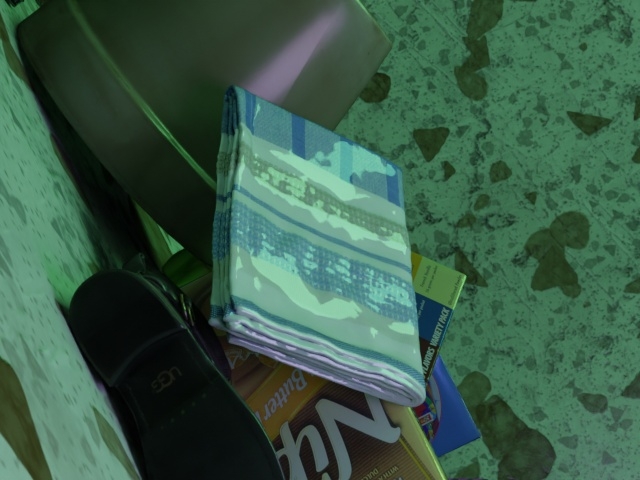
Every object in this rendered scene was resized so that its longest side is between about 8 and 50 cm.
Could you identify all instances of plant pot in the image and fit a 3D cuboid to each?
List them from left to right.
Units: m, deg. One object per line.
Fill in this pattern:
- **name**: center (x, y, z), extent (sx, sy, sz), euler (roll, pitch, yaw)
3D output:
- **plant pot**: center (-0.091, -0.178, 1.441), extent (0.323, 0.280, 0.323), euler (51, 6, -8)

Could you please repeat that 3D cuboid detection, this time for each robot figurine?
- **robot figurine**: center (-0.126, 0.050, 1.509), extent (0.101, 0.067, 0.115), euler (50, -5, 28)

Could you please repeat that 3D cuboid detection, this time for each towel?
- **towel**: center (0.000, 0.000, 1.242), extent (0.209, 0.034, 0.285), euler (24, 42, -25)

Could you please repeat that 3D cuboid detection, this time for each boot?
- **boot**: center (-0.092, 0.119, 1.102), extent (0.263, 0.091, 0.229), euler (61, 2, 5)

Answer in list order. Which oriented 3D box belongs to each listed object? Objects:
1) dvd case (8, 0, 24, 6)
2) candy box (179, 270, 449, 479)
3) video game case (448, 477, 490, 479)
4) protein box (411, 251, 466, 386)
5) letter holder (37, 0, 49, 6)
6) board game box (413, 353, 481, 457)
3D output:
- **dvd case**: center (-0.354, -0.339, 1.365), extent (0.221, 0.018, 0.164), euler (61, 4, -67)
- **candy box**: center (-0.013, 0.161, 1.262), extent (0.316, 0.183, 0.087), euler (64, 3, 24)
- **video game case**: center (0.121, 0.356, 1.835), extent (0.210, 0.232, 0.042), euler (62, 31, -55)
- **protein box**: center (0.018, 0.089, 1.546), extent (0.201, 0.136, 0.200), euler (24, -27, -2)
- **letter holder**: center (-0.220, -0.406, 1.643), extent (0.214, 0.302, 0.152), euler (61, 3, -48)
- **board game box**: center (0.030, 0.153, 1.905), extent (0.347, 0.233, 0.078), euler (63, 2, -9)
